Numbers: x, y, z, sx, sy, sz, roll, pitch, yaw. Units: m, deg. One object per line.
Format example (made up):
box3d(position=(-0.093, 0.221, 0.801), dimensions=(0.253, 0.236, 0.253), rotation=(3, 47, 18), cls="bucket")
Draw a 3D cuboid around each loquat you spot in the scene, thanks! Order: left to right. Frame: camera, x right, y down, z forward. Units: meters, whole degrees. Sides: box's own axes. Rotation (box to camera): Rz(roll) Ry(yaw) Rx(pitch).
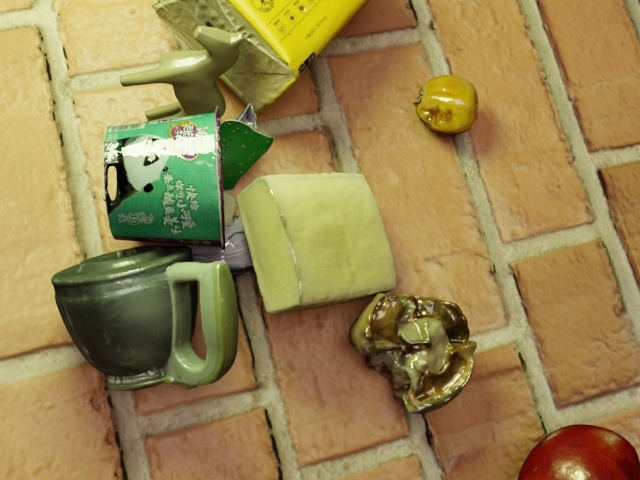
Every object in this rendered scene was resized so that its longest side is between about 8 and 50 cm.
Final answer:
box3d(position=(0.265, -0.283, 1.609), dimensions=(0.137, 0.113, 0.137), rotation=(-2, 79, 11), cls="loquat")

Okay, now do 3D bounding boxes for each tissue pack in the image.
box3d(position=(-0.083, -0.491, 1.491), dimensions=(0.293, 0.228, 0.382), rotation=(44, 62, -12), cls="tissue pack")

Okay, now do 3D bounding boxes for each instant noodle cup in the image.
box3d(position=(-0.262, -0.102, 1.312), dimensions=(0.190, 0.251, 0.251), rotation=(-2, 75, -6), cls="instant noodle cup")

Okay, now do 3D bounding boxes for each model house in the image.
box3d(position=(-0.181, -0.191, 1.483), dimensions=(0.117, 0.167, 0.088), rotation=(20, 41, -33), cls="model house")

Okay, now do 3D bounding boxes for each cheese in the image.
box3d(position=(0.000, 0.000, 1.417), dimensions=(0.265, 0.123, 0.243), rotation=(-6, 79, -44), cls="cheese")

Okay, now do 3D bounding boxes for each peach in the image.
box3d(position=(0.471, 0.444, 1.386), dimensions=(0.199, 0.243, 0.243), rotation=(38, 71, 8), cls="peach")

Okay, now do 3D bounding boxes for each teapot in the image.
box3d(position=(-0.278, 0.130, 1.320), dimensions=(0.321, 0.239, 0.240), rotation=(-10, 100, 6), cls="teapot")

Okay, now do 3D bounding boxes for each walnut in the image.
box3d(position=(0.171, 0.195, 1.443), dimensions=(0.204, 0.141, 0.238), rotation=(-42, 97, -22), cls="walnut")

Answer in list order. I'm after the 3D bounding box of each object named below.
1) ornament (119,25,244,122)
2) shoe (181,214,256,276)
box3d(position=(-0.240, -0.300, 1.418), dimensions=(0.244, 0.230, 0.061), rotation=(-10, 59, 5), cls="ornament")
box3d(position=(-0.155, 0.000, 1.460), dimensions=(0.244, 0.095, 0.138), rotation=(-1, 72, -15), cls="shoe")
